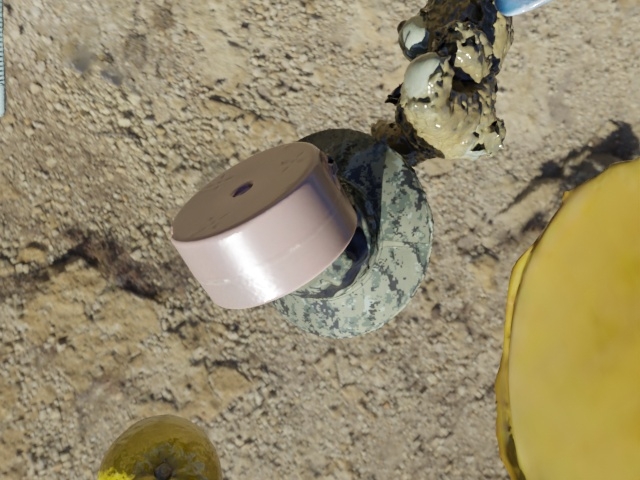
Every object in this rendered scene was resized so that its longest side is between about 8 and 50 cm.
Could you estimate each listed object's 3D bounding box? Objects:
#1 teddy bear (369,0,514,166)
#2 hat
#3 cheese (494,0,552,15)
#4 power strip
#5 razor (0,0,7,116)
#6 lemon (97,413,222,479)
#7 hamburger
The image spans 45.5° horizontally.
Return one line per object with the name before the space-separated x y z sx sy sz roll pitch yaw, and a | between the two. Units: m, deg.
teddy bear | 0.167 -0.225 0.980 0.156 0.267 0.256 11 77 -6
hat | 0.000 0.000 0.906 0.128 0.265 0.266 -20 130 -67
cheese | 0.109 -0.235 0.381 0.135 0.245 0.052 -24 157 27
power strip | -0.047 -0.016 0.660 0.154 0.154 0.078 -35 114 -11
razor | -0.264 -0.204 0.620 0.035 0.084 0.211 -9 122 -44
lemon | -0.211 0.319 1.013 0.170 0.207 0.170 2 73 -7
hamburger | 0.358 0.111 0.615 0.277 0.396 0.396 3 110 -21
